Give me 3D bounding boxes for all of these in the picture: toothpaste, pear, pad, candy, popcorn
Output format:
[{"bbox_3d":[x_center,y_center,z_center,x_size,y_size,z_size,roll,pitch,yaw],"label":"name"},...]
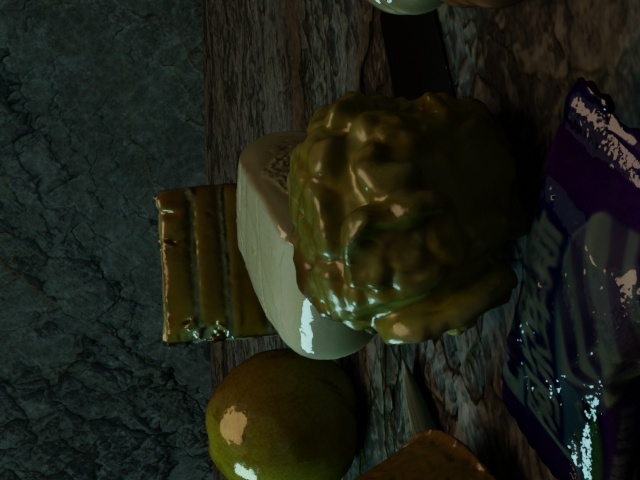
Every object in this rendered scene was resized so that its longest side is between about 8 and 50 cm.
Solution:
[{"bbox_3d":[0.106,0.207,1.121,0.218,0.041,0.064,-106,11,-56],"label":"toothpaste"},{"bbox_3d":[-0.052,0.245,1.478,0.209,0.209,0.209,176,90,-78],"label":"pear"},{"bbox_3d":[0.096,-0.170,1.115,0.164,0.004,0.243,111,153,-64],"label":"pad"},{"bbox_3d":[0.170,0.050,0.699,0.145,0.070,0.275,-122,31,-49],"label":"candy"},{"bbox_3d":[0.068,-0.011,0.880,0.235,0.181,0.217,-117,24,-73],"label":"popcorn"}]

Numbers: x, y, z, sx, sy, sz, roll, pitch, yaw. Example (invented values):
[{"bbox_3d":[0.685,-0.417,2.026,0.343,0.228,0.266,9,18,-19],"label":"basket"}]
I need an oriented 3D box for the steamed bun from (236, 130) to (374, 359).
[{"bbox_3d":[0.000,0.000,1.262,0.250,0.154,0.200,-118,23,-48],"label":"steamed bun"}]

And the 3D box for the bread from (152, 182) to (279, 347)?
[{"bbox_3d":[-0.125,0.036,1.664,0.111,0.239,0.246,-155,60,-81],"label":"bread"}]

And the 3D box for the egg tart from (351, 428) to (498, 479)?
[{"bbox_3d":[0.076,0.277,0.947,0.215,0.170,0.215,38,134,54],"label":"egg tart"}]

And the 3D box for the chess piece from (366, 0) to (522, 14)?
[{"bbox_3d":[0.107,-0.238,0.817,0.139,0.124,0.307,-61,20,3],"label":"chess piece"}]
